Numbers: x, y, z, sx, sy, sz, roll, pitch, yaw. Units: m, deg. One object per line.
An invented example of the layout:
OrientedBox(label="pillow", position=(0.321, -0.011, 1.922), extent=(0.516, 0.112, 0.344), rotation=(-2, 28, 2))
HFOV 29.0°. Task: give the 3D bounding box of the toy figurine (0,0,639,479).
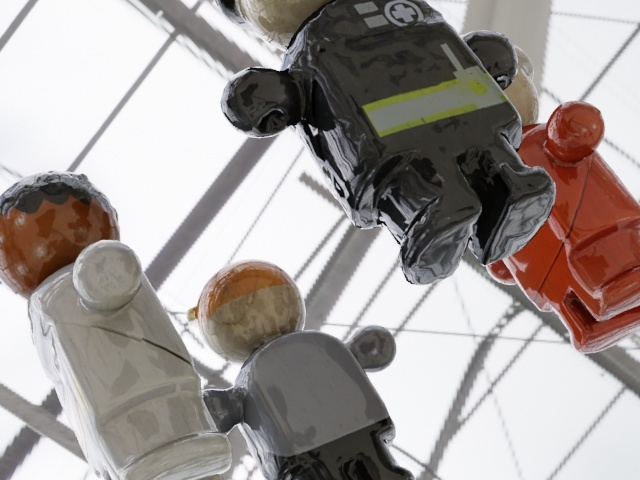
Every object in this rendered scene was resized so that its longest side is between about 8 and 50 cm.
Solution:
OrientedBox(label="toy figurine", position=(0.000, 0.000, 0.459), extent=(0.213, 0.209, 0.148), rotation=(20, -147, -55))
